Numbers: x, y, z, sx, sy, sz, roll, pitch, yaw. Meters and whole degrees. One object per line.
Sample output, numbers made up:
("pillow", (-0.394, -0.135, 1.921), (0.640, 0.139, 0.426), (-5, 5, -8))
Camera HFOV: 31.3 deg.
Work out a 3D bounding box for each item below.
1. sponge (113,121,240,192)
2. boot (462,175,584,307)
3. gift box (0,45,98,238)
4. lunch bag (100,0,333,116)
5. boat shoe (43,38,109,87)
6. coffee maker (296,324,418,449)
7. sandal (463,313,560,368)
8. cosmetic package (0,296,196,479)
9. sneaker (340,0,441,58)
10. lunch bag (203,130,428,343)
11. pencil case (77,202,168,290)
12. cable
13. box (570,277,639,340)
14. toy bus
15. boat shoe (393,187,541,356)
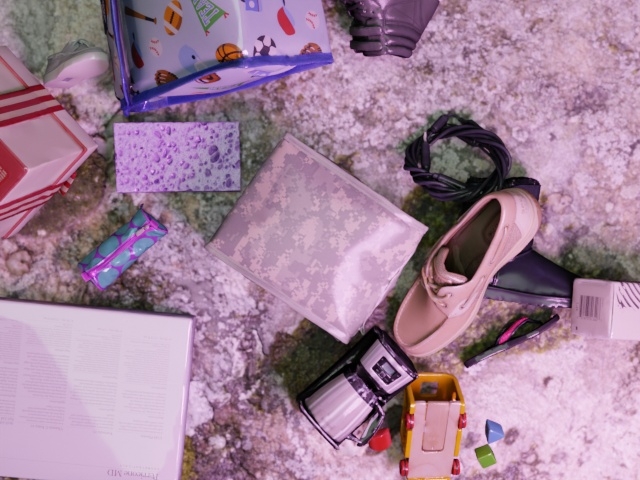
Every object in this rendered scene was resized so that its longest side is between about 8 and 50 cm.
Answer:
("sponge", (-0.237, -0.138, 1.899), (0.210, 0.031, 0.117), (-1, 91, -2))
("boot", (0.347, 0.001, 1.884), (0.246, 0.094, 0.207), (7, 95, 4))
("gift box", (-0.546, -0.136, 1.786), (0.276, 0.258, 0.255), (-38, 92, 21))
("lunch bag", (-0.208, -0.380, 1.753), (0.238, 0.385, 0.328), (-10, 92, -45))
("boat shoe", (-0.392, -0.290, 1.830), (0.066, 0.184, 0.063), (1, 84, -30))
("coffee maker", (0.055, 0.224, 1.828), (0.178, 0.171, 0.120), (-41, 118, 2))
("sandal", (0.315, 0.158, 1.905), (0.179, 0.067, 0.040), (-25, 80, 2))
("cosmetic package", (-0.405, 0.247, 1.870), (0.377, 0.097, 0.285), (6, 89, -1))
("sneaker", (0.061, -0.379, 1.823), (0.295, 0.104, 0.147), (16, 93, -33))
("lunch bag", (0.000, 0.000, 1.841), (0.287, 0.169, 0.235), (35, 90, 3))
("pencil case", (-0.326, 0.013, 1.881), (0.151, 0.070, 0.064), (-42, 92, 1))
("cable", (0.222, -0.129, 1.858), (0.150, 0.047, 0.184), (-33, 55, -13))
("box", (0.547, 0.114, 1.841), (0.275, 0.113, 0.094), (3, 90, -25))
("toy bus", (0.179, 0.313, 1.881), (0.202, 0.104, 0.191), (-39, 116, 17))
("boat shoe", (0.208, 0.049, 1.820), (0.122, 0.110, 0.341), (48, 118, 29))
